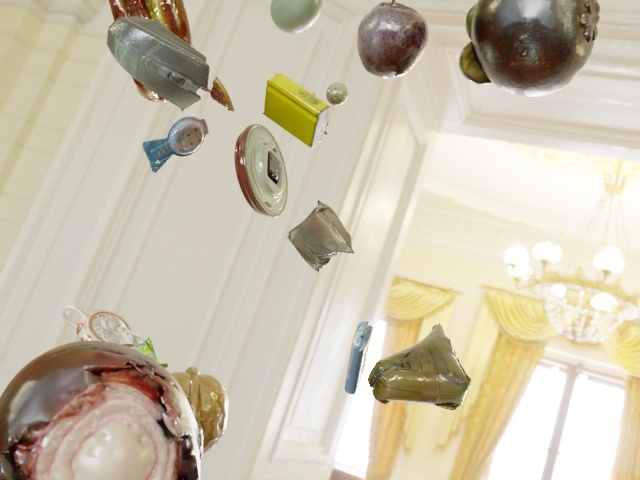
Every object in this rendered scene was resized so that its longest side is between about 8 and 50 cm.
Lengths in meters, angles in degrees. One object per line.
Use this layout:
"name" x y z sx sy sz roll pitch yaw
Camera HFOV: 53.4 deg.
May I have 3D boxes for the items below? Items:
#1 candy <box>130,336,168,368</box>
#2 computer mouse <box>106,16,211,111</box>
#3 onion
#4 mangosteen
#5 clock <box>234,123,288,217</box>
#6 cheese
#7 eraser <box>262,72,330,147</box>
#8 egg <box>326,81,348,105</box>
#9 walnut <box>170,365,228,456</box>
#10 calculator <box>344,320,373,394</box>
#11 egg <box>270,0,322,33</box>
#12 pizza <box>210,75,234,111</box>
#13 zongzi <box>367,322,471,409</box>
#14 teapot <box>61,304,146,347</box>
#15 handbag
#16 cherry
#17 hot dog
"candy" -0.443 0.288 1.429 0.102 0.178 0.032 43 -42 30
"computer mouse" -0.322 -0.350 1.253 0.231 0.126 0.071 36 20 -5
"onion" -0.332 0.315 0.944 0.341 0.341 0.341 19 -13 4
"mangosteen" 0.486 -0.496 1.493 0.330 0.330 0.330 19 -13 4
"clock" -0.181 -0.233 2.124 0.080 0.318 0.318 -10 -24 23
"cheese" -0.476 -0.331 2.130 0.052 0.245 0.135 27 -37 41
"eraser" -0.077 -0.415 2.030 0.226 0.069 0.158 37 -36 16
"egg" 0.065 -0.567 2.461 0.085 0.110 0.085 8 -55 12
"walnut" -0.366 0.472 1.748 0.225 0.257 0.257 8 -9 -16
"calculator" 0.101 0.313 1.692 0.039 0.210 0.121 15 31 12
"egg" -0.083 -0.812 2.208 0.168 0.168 0.231 25 -19 -24
"pizza" -0.281 -0.406 1.813 0.099 0.029 0.100 53 -19 0
"zongzi" 0.234 0.299 1.665 0.260 0.123 0.289 7 34 -14
"teapot" -0.613 0.260 1.781 0.245 0.159 0.116 33 -51 -19
"handbag" 0.000 0.000 1.894 0.182 0.117 0.270 55 -30 3
"cherry" 0.177 -0.505 1.603 0.195 0.195 0.195 19 -13 4
"hot dog" -0.439 -0.556 1.697 0.185 0.405 0.223 -14 27 -6
